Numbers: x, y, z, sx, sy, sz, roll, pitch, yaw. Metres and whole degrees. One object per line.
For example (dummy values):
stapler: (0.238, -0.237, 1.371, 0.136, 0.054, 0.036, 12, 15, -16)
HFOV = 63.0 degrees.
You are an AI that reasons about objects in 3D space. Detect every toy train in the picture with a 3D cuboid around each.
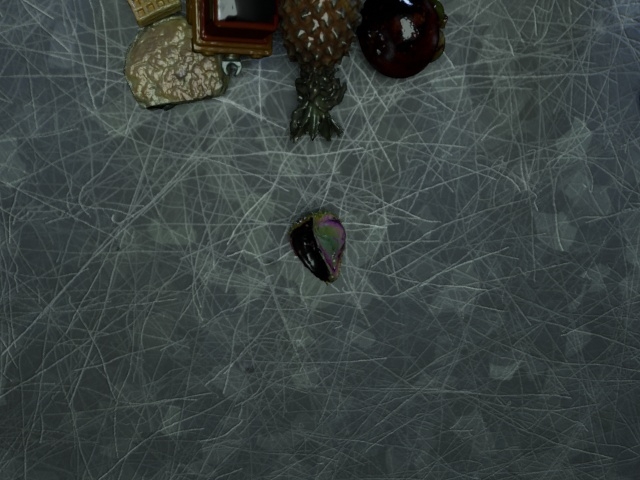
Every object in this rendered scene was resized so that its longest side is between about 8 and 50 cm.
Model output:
toy train: (-0.159, -0.494, 0.958, 0.163, 0.232, 0.368, -4, 105, -21)

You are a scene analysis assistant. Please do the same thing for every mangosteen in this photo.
mangosteen: (0.173, -0.427, 1.058, 0.200, 0.200, 0.199, -1, 104, -4)

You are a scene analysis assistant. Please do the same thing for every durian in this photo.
durian: (0.003, -0.002, 1.197, 0.108, 0.119, 0.186, -40, 122, -32)

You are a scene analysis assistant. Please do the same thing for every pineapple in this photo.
pineapple: (-0.013, -0.368, 1.051, 0.175, 0.175, 0.361, 7, 124, -6)

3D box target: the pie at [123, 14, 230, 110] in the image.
pie: (-0.299, -0.370, 1.086, 0.218, 0.052, 0.184, -8, 106, -1)

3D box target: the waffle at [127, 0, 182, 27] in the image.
waffle: (-0.348, -0.511, 1.036, 0.103, 0.042, 0.147, -25, 92, 2)
